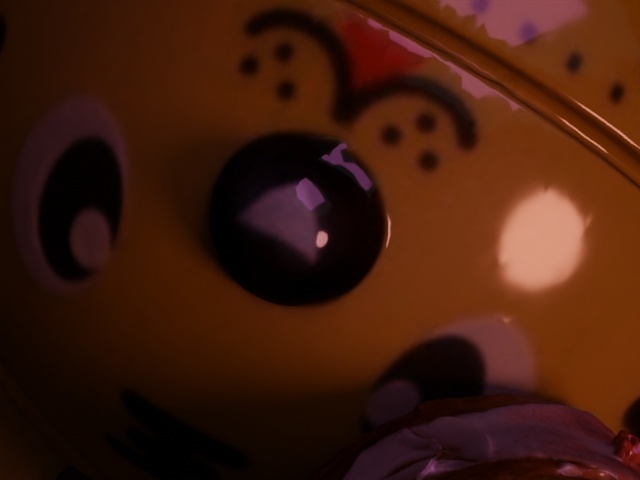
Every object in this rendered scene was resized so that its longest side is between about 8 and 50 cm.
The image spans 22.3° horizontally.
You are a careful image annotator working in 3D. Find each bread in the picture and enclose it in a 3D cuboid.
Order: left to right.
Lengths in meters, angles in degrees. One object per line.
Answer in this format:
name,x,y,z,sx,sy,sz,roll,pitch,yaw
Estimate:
bread,0.055,0.128,0.512,0.160,0.160,0.073,13,16,-23

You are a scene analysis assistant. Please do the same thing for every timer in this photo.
timer,0.000,0.000,0.644,0.376,0.376,0.387,31,79,-3
